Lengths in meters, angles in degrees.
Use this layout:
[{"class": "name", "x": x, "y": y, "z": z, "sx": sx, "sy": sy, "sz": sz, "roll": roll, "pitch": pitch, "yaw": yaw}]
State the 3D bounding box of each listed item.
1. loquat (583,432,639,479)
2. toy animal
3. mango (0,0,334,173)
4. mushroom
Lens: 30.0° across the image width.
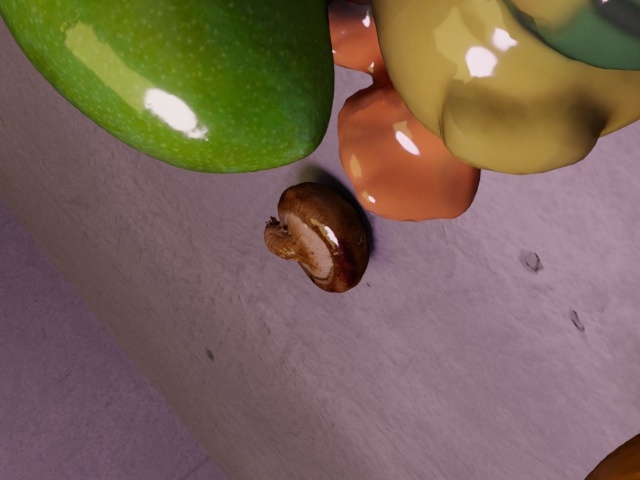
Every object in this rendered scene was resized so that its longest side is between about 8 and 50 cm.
[{"class": "loquat", "x": 0.292, "y": 0.262, "z": 0.770, "sx": 0.328, "sy": 0.328, "sz": 0.328, "roll": 42, "pitch": 154, "yaw": 25}, {"class": "toy animal", "x": 0.132, "y": -0.150, "z": 0.650, "sx": 0.338, "sy": 0.191, "sz": 0.216, "roll": -41, "pitch": 56, "yaw": 58}, {"class": "mango", "x": -0.092, "y": -0.198, "z": 0.692, "sx": 0.201, "sy": 0.225, "sz": 0.382, "roll": -39, "pitch": 61, "yaw": 32}, {"class": "mushroom", "x": 0.000, "y": 0.000, "z": 1.235, "sx": 0.127, "sy": 0.087, "sz": 0.127, "roll": 46, "pitch": 160, "yaw": 23}]
